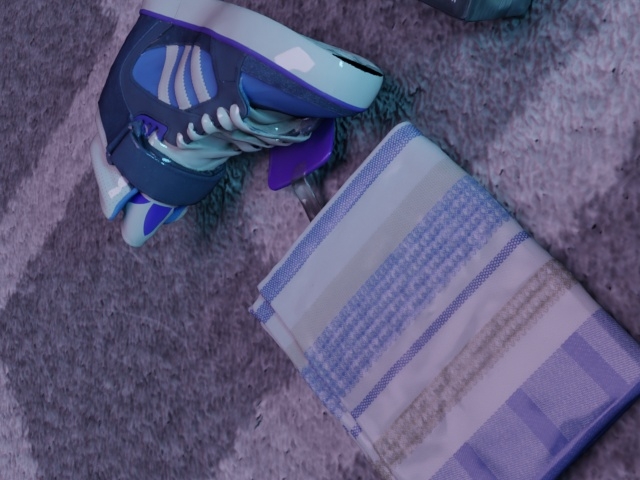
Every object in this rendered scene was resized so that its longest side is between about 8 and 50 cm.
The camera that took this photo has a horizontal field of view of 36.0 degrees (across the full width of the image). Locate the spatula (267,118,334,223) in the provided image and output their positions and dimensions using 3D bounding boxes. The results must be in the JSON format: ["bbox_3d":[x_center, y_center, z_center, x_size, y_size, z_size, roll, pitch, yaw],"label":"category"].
[{"bbox_3d":[0.000,0.000,0.846,0.084,0.030,0.297,-27,63,36],"label":"spatula"}]

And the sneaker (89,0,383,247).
[{"bbox_3d":[-0.095,-0.087,0.881,0.322,0.130,0.236,30,102,45],"label":"sneaker"}]

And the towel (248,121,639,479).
[{"bbox_3d":[0.083,0.068,0.732,0.209,0.034,0.285,-50,57,14],"label":"towel"}]

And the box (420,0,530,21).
[{"bbox_3d":[0.029,-0.387,0.746,0.395,0.097,0.318,35,124,32],"label":"box"}]
